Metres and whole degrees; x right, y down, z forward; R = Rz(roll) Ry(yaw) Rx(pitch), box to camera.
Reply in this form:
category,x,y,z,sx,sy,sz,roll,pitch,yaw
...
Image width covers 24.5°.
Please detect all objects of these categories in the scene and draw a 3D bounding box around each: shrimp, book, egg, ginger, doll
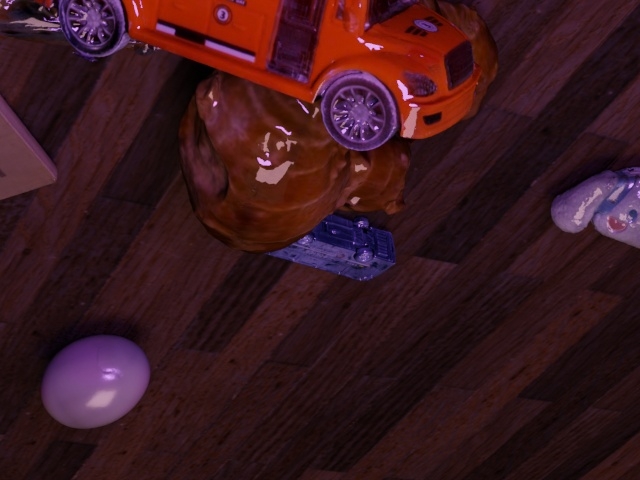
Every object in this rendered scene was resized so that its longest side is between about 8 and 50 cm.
category,x,y,z,sx,sy,sz,roll,pitch,yaw
shrimp,-0.221,-0.213,1.222,0.251,0.052,0.143,10,138,-24
book,-0.388,-0.073,1.402,0.231,0.026,0.161,-16,145,10
egg,-0.259,0.162,1.697,0.135,0.103,0.103,-26,142,18
ginger,0.005,-0.111,1.327,0.357,0.152,0.274,-46,158,26
doll,0.357,-0.037,1.599,0.214,0.071,0.103,6,131,-8

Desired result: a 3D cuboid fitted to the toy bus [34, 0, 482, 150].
category,x,y,z,sx,sy,sz,roll,pitch,yaw
toy bus,-0.037,-0.185,1.088,0.329,0.143,0.153,22,117,17

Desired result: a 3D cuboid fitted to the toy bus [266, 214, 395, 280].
category,x,y,z,sx,sy,sz,roll,pitch,yaw
toy bus,0.000,0.000,1.583,0.166,0.047,0.065,17,142,-31
